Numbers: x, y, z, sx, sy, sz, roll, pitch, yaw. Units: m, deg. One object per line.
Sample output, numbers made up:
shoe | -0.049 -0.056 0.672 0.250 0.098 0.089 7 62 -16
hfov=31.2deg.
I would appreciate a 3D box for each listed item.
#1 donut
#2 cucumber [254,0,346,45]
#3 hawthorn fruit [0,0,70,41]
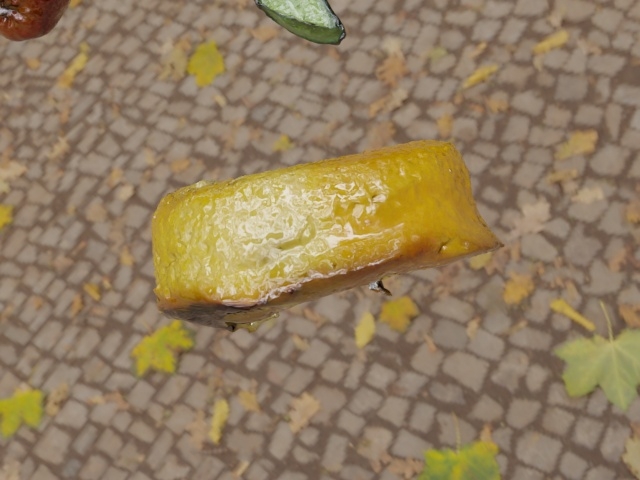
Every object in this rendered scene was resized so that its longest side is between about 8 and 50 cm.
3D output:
donut | -0.001 0.000 0.810 0.253 0.253 0.118 -7 95 22
cucumber | -0.047 -0.276 1.188 0.070 0.046 0.220 -23 68 -7
hawthorn fruit | -0.249 -0.216 0.965 0.093 0.093 0.093 -13 54 19
